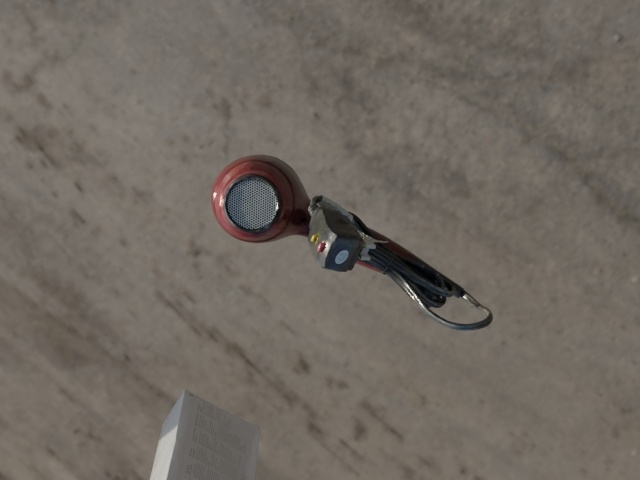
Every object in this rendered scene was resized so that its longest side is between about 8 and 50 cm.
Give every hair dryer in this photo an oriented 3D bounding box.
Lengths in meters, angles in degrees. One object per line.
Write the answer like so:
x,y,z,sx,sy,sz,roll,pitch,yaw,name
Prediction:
0.000,0.000,1.079,0.224,0.080,0.293,31,-173,-41,hair dryer

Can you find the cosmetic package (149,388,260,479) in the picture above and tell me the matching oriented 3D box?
-0.121,0.246,1.215,0.099,0.239,0.060,31,106,-11,cosmetic package
